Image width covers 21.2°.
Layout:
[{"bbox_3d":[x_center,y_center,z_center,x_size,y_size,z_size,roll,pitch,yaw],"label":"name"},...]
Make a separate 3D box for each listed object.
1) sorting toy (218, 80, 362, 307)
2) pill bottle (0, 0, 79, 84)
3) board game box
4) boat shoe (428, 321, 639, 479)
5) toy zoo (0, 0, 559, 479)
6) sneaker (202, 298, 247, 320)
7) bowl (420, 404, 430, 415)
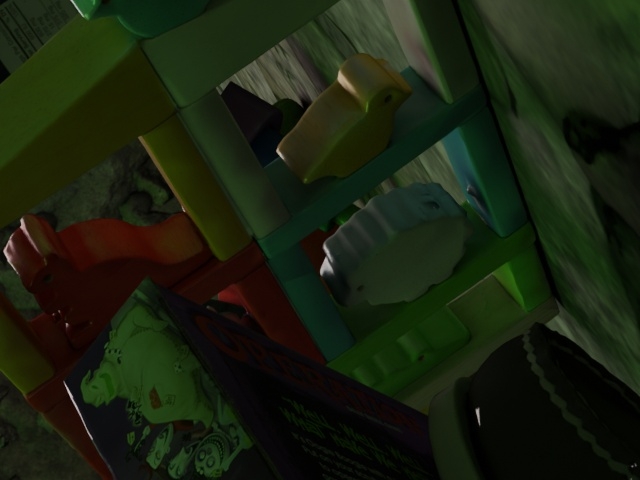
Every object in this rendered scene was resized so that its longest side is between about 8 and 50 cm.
[{"bbox_3d":[0.000,0.000,1.084,0.126,0.127,0.365,31,173,10],"label":"sorting toy"},{"bbox_3d":[-0.152,-0.115,0.936,0.123,0.219,0.123,55,175,6],"label":"pill bottle"},{"bbox_3d":[0.095,0.142,0.519,0.347,0.056,0.208,29,-161,-41],"label":"board game box"},{"bbox_3d":[0.128,0.104,0.411,0.109,0.091,0.305,24,-163,-36],"label":"boat shoe"},{"bbox_3d":[-0.025,-0.003,0.600,0.030,0.192,0.293,52,175,37],"label":"toy zoo"},{"bbox_3d":[-0.024,0.159,1.294,0.182,0.158,0.410,1,151,47],"label":"sneaker"},{"bbox_3d":[0.088,0.228,1.085,0.156,0.289,0.289,9,158,15],"label":"bowl"}]
